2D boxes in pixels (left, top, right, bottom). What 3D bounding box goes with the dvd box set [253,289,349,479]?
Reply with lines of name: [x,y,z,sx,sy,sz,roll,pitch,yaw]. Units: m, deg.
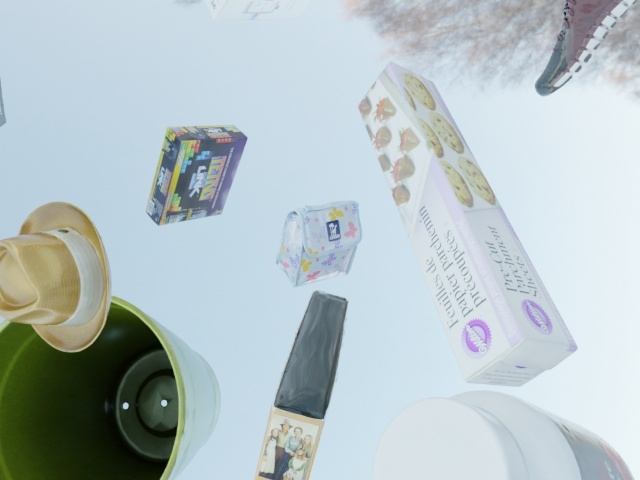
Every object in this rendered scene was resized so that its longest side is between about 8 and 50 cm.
dvd box set: [-0.049,0.314,0.764,0.307,0.062,0.420,-68,-8,-71]

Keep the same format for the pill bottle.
pill bottle: [0.195,0.253,0.581,0.318,0.176,0.176,30,-111,-43]

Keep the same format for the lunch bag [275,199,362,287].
lunch bag: [0.000,0.000,0.565,0.071,0.053,0.083,-11,-48,-32]

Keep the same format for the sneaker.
sneaker: [0.458,-0.423,1.058,0.162,0.281,0.106,36,-161,-1]

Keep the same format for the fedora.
fedora: [-0.327,0.045,0.658,0.079,0.194,0.194,-6,-84,-57]

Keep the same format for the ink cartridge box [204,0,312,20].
ink cartridge box: [-0.111,-0.374,0.790,0.198,0.067,0.115,-20,-97,-40]

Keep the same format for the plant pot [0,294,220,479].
plant pot: [-0.344,0.291,0.996,0.353,0.366,0.366,54,-134,-74]

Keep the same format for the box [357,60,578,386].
box: [0.110,-0.033,0.500,0.067,0.063,0.324,13,-136,-30]

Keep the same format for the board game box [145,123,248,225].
board game box: [-0.214,-0.113,0.980,0.141,0.048,0.170,-14,-41,-46]

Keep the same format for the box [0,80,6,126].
box: [-0.640,-0.202,0.969,0.244,0.060,0.100,-76,1,-54]
